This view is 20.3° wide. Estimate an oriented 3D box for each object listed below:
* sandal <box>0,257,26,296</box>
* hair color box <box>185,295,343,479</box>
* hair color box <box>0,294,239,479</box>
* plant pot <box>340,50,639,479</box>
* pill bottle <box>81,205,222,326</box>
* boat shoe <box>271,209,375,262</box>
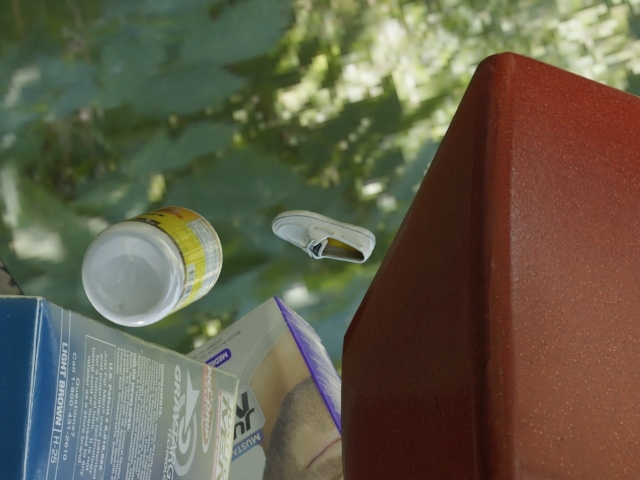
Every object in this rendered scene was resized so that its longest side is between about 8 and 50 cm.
[{"bbox_3d":[-0.335,-0.024,1.605,0.097,0.254,0.054,-4,-148,49],"label":"sandal"},{"bbox_3d":[-0.038,0.244,1.768,0.185,0.339,0.110,-34,146,9],"label":"hair color box"},{"bbox_3d":[-0.176,0.106,1.019,0.174,0.105,0.347,1,170,14],"label":"hair color box"},{"bbox_3d":[0.154,0.108,0.934,0.267,0.236,0.267,18,137,-5],"label":"plant pot"},{"bbox_3d":[-0.183,0.024,2.028,0.117,0.117,0.215,-17,-177,14],"label":"pill bottle"},{"bbox_3d":[0.000,0.000,1.681,0.100,0.035,0.035,15,131,7],"label":"boat shoe"}]
